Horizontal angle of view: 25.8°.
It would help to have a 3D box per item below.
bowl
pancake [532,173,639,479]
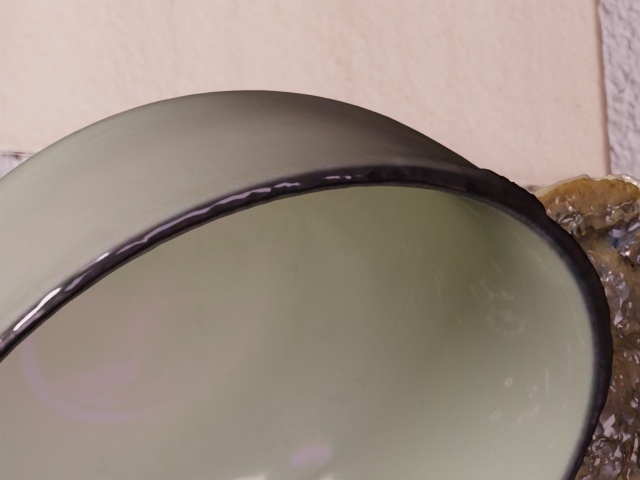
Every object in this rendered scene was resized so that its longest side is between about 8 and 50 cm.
[{"bbox_3d":[-0.059,0.068,0.662,0.353,0.185,0.354,-17,133,-20],"label":"bowl"},{"bbox_3d":[0.212,0.081,0.947,0.282,0.049,0.283,4,81,-24],"label":"pancake"}]
